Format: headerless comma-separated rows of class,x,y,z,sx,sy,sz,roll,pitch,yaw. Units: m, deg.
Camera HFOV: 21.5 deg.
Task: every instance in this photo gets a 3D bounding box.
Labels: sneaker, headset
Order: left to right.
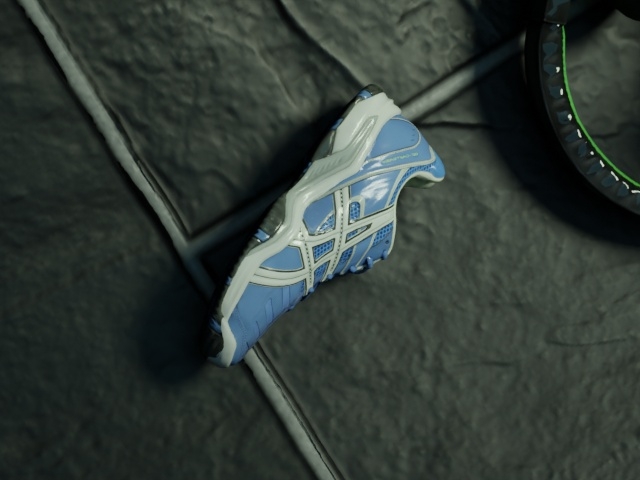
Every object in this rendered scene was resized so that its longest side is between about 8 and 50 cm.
sneaker,0.000,0.000,1.087,0.081,0.080,0.211,38,80,-5
headset,0.279,-0.205,1.160,0.243,0.185,0.394,15,98,-8
